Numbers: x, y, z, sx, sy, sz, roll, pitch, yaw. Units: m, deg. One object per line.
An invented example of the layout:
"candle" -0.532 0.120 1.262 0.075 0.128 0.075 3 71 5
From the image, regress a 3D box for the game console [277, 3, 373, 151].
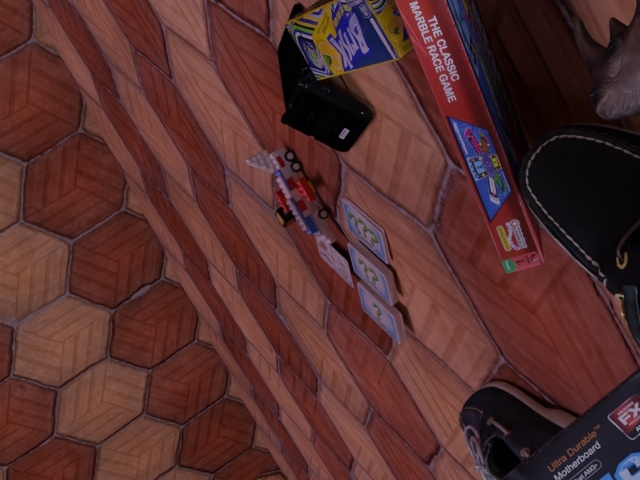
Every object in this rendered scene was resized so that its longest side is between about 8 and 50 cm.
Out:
"game console" 0.002 -0.146 1.007 0.107 0.071 0.122 26 167 -4

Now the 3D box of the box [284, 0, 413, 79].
"box" 0.033 -0.157 0.776 0.054 0.059 0.169 57 167 -13

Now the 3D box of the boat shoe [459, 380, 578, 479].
"boat shoe" 0.185 0.200 1.021 0.095 0.079 0.254 60 166 -16

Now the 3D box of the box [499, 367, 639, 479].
"box" 0.160 0.196 0.652 0.073 0.295 0.293 44 163 33

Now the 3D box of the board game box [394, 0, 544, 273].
"board game box" 0.069 -0.133 0.622 0.145 0.027 0.281 -81 -31 -57

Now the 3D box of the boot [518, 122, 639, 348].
"boot" 0.164 0.008 0.488 0.236 0.085 0.179 42 -164 28

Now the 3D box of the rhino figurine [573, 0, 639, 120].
"rhino figurine" 0.182 -0.067 0.429 0.243 0.073 0.106 35 126 57

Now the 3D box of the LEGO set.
"LEGO set" 0.000 0.000 1.253 0.244 0.060 0.182 44 158 42
